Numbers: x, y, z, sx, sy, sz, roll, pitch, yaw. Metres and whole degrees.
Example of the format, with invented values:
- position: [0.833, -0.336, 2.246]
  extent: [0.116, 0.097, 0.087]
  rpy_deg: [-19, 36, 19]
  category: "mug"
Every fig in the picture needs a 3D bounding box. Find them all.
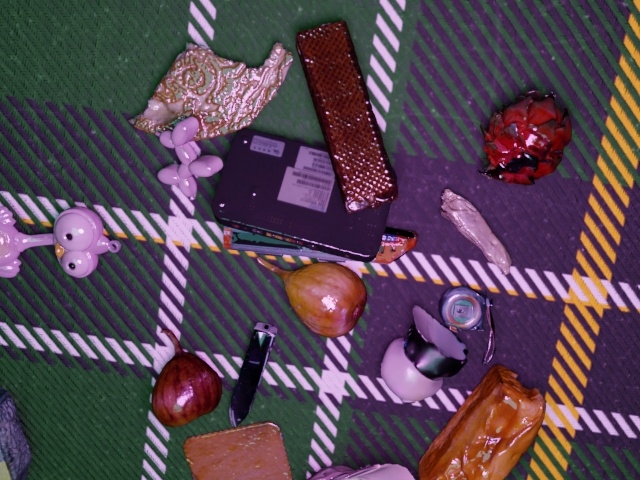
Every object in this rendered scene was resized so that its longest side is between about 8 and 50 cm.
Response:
- position: [-0.029, 0.101, 1.464]
  extent: [0.257, 0.159, 0.159]
  rpy_deg: [29, 101, 13]
  category: "fig"
- position: [-0.288, 0.314, 1.503]
  extent: [0.149, 0.148, 0.202]
  rpy_deg: [32, 65, -38]
  category: "fig"

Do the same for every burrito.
- position: [0.332, -0.016, 1.459]
  extent: [0.063, 0.058, 0.229]
  rpy_deg: [-44, 98, -25]
  category: "burrito"

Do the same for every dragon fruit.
- position: [0.409, -0.205, 1.367]
  extent: [0.182, 0.182, 0.188]
  rpy_deg: [2, 102, 1]
  category: "dragon fruit"

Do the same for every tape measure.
- position: [0.312, 0.172, 1.444]
  extent: [0.107, 0.180, 0.104]
  rpy_deg: [3, 117, 0]
  category: "tape measure"

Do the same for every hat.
- position: [0.080, 0.571, 1.517]
  extent: [0.275, 0.161, 0.232]
  rpy_deg: [-31, 109, 18]
  category: "hat"

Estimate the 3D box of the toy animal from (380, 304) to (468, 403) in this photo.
- position: [0.210, 0.255, 1.484]
  extent: [0.166, 0.138, 0.179]
  rpy_deg: [45, 108, 13]
  category: "toy animal"

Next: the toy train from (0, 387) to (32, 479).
- position: [-0.797, 0.472, 1.534]
  extent: [0.238, 0.167, 0.299]
  rpy_deg: [-14, 101, -1]
  category: "toy train"

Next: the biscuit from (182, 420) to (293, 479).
- position: [-0.186, 0.547, 1.604]
  extent: [0.237, 0.013, 0.232]
  rpy_deg: [-12, 100, 5]
  category: "biscuit"

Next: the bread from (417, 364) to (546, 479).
- position: [0.354, 0.447, 1.483]
  extent: [0.149, 0.195, 0.344]
  rpy_deg: [34, 102, 1]
  category: "bread"

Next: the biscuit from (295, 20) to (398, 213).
- position: [0.050, -0.242, 1.359]
  extent: [0.107, 0.073, 0.388]
  rpy_deg: [-16, 82, -5]
  category: "biscuit"

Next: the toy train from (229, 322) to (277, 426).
- position: [-0.160, 0.306, 1.542]
  extent: [0.055, 0.048, 0.252]
  rpy_deg: [18, 106, -7]
  category: "toy train"

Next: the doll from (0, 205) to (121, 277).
- position: [-0.613, 0.005, 1.473]
  extent: [0.365, 0.094, 0.160]
  rpy_deg: [1, 104, 2]
  category: "doll"

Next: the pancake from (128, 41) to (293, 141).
- position: [-0.233, -0.315, 1.423]
  extent: [0.377, 0.054, 0.197]
  rpy_deg: [-16, 106, 3]
  category: "pancake"

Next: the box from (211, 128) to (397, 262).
- position: [-0.031, -0.093, 1.400]
  extent: [0.350, 0.058, 0.211]
  rpy_deg: [14, 71, 2]
  category: "box"

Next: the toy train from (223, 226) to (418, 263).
- position: [0.000, 0.000, 1.458]
  extent: [0.409, 0.086, 0.089]
  rpy_deg: [6, 102, 0]
  category: "toy train"

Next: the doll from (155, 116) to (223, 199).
- position: [-0.282, -0.163, 1.415]
  extent: [0.160, 0.059, 0.161]
  rpy_deg: [-16, 110, 41]
  category: "doll"
